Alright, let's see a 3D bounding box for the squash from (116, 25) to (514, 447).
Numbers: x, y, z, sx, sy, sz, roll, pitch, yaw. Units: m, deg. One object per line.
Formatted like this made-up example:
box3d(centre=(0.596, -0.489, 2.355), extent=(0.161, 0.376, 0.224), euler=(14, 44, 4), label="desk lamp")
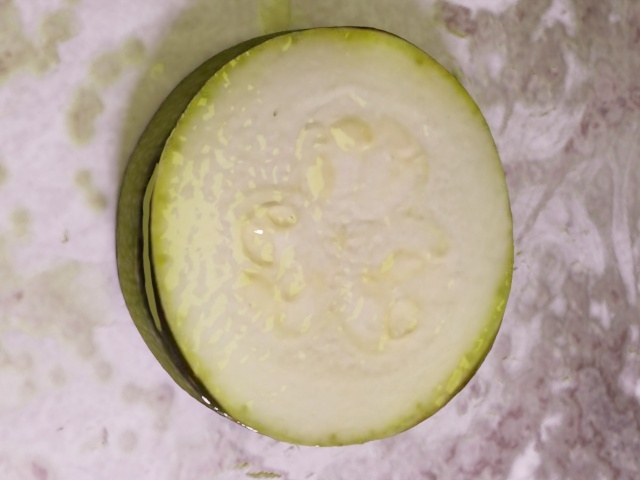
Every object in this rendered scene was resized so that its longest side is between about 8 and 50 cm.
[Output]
box3d(centre=(0.000, 0.000, 0.948), extent=(0.252, 0.049, 0.252), euler=(-1, 93, -28), label="squash")
